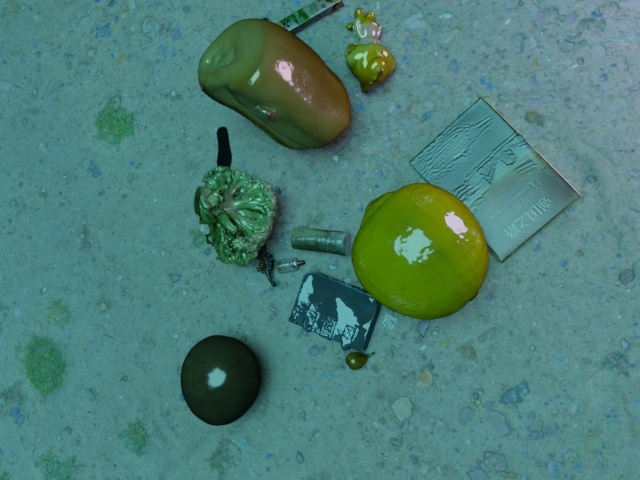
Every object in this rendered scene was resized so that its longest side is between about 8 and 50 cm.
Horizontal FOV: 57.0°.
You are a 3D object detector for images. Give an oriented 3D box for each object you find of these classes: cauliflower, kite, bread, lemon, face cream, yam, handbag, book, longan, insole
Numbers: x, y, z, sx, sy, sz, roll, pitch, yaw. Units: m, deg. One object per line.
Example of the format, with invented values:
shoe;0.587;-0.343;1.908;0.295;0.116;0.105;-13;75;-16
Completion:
cauliflower;-0.261;-0.073;1.652;0.275;0.250;0.273;14;87;38
kite;0.189;0.207;1.618;0.044;0.002;0.078;2;85;17
bread;-0.112;-0.411;1.575;0.348;0.376;0.253;26;87;49
lemon;0.244;0.028;1.455;0.347;0.348;0.349;-2;84;17
face cream;-0.087;0.070;1.706;0.083;0.021;0.040;-12;82;15
yam;0.000;0.000;1.663;0.169;0.068;0.069;7;87;16
handbag;0.041;0.199;1.636;0.229;0.062;0.179;19;93;18
book;0.453;-0.165;1.563;0.262;0.028;0.374;-42;74;7
longan;-0.282;0.389;1.638;0.248;0.248;0.249;-2;84;17
insole;-0.299;-0.277;1.815;0.053;0.002;0.153;-10;82;16

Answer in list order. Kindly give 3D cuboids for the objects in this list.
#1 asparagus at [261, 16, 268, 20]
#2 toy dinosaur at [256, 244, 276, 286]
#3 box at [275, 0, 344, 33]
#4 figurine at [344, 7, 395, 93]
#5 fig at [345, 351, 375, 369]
asparagus;-0.144;-0.601;1.786;0.036;0.030;0.165;-25;77;2
toy dinosaur;-0.159;0.067;1.714;0.055;0.049;0.154;-25;70;8
box;-0.033;-0.672;1.753;0.207;0.041;0.050;-26;78;12
figurine;0.132;-0.535;1.656;0.156;0.131;0.247;7;67;-21
fig;0.110;0.323;1.609;0.083;0.050;0.050;-21;79;0
